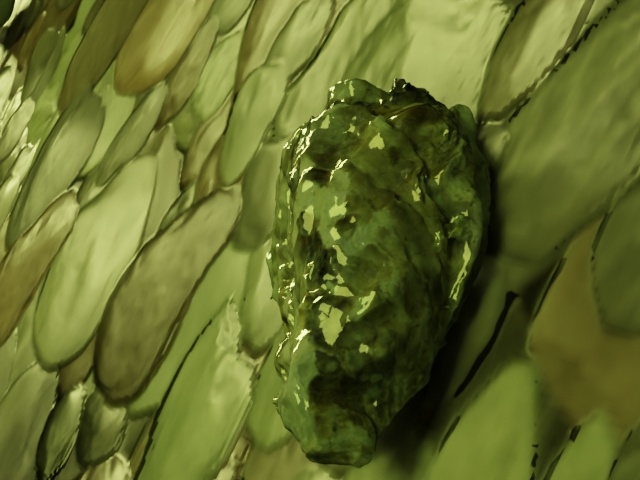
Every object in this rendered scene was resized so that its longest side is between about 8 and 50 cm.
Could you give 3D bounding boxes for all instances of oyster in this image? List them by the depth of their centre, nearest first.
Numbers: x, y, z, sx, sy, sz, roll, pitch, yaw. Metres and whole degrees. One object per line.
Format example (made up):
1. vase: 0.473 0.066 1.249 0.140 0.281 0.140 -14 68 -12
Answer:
1. oyster: 0.000 0.001 0.364 0.100 0.037 0.098 7 72 63

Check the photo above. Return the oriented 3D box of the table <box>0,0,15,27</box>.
1. table: -0.211 -0.232 0.845 0.198 0.166 0.166 -59 26 11
